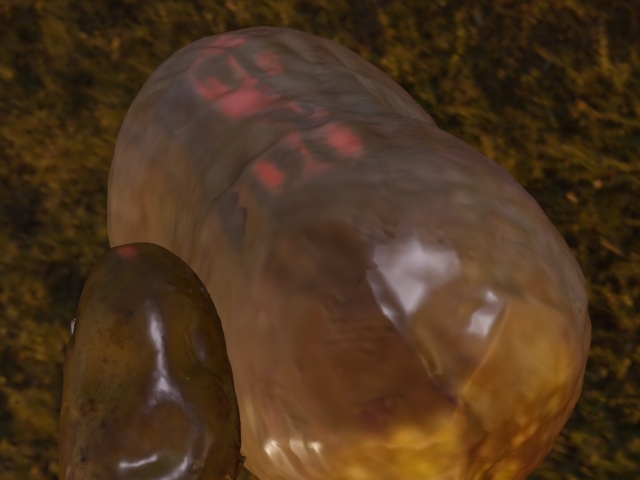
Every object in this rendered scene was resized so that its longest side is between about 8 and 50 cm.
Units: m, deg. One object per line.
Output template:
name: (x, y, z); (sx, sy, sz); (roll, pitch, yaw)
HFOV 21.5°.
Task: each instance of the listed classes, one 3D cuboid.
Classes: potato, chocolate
potato: (-0.041, 0.044, 0.417); (0.046, 0.045, 0.092); (1, 64, -1)
chocolate: (0.000, 0.000, 0.591); (0.134, 0.134, 0.309); (-59, 23, 5)
